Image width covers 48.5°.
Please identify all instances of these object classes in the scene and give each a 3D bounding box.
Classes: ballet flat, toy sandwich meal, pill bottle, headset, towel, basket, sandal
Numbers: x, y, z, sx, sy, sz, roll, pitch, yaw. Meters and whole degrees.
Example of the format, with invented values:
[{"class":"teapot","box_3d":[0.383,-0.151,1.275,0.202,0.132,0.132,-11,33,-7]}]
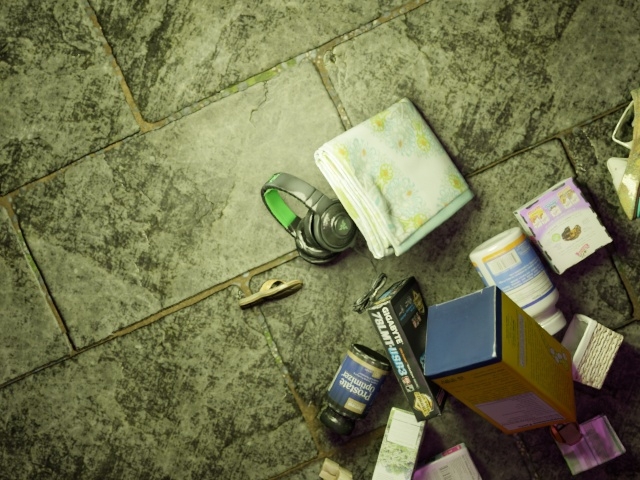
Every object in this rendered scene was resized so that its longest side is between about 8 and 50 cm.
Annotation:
[{"class":"ballet flat","box_3d":[0.804,-0.227,1.830,0.123,0.123,0.348,13,93,1]},{"class":"toy sandwich meal","box_3d":[0.646,0.500,1.876,0.086,0.029,0.085,-6,67,14]},{"class":"pill bottle","box_3d":[0.087,0.391,1.857,0.123,0.123,0.219,26,94,1]},{"class":"headset","box_3d":[0.000,0.000,1.777,0.394,0.243,0.185,39,70,-2]},{"class":"towel","box_3d":[0.709,0.537,1.875,0.152,0.023,0.113,-26,68,2]},{"class":"basket","box_3d":[0.691,0.289,1.844,0.103,0.113,0.167,24,92,-3]},{"class":"pill bottle","box_3d":[0.512,0.116,1.821,0.152,0.152,0.272,-31,92,2]},{"class":"towel","box_3d":[0.191,-0.161,1.762,0.374,0.090,0.320,-34,93,-37]},{"class":"sandal","box_3d":[-0.136,0.132,1.890,0.180,0.072,0.049,-18,70,6]}]

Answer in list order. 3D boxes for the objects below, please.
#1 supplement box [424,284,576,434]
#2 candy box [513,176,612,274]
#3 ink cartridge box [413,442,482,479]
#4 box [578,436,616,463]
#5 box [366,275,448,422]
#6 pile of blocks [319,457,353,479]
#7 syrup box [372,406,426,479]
[{"class":"supplement box","box_3d":[0.433,0.294,1.703,0.194,0.195,0.356,-24,131,37]},{"class":"candy box","box_3d":[0.629,-0.037,1.853,0.165,0.070,0.196,-33,90,2]},{"class":"ink cartridge box","box_3d":[0.284,0.689,1.893,0.311,0.065,0.185,-25,90,0]},{"class":"box","box_3d":[0.736,0.565,1.897,0.083,0.018,0.067,-23,91,2]},{"class":"box","box_3d":[0.234,0.258,1.763,0.073,0.295,0.293,-25,90,20]},{"class":"pile of blocks","box_3d":[0.064,0.766,1.877,0.149,0.112,0.362,-23,91,2]},{"class":"syrup box","box_3d":[0.203,0.561,1.838,0.093,0.096,0.236,14,77,16]}]
